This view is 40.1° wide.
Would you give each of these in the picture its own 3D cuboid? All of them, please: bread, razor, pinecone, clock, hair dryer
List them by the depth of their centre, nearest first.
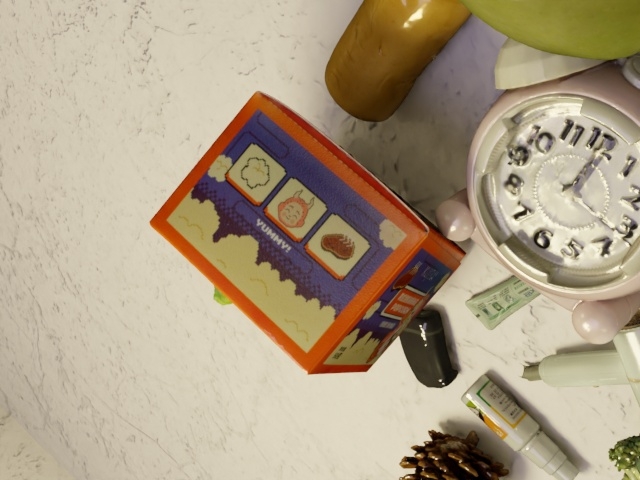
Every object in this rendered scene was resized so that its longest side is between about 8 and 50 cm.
[{"bbox_3d":[0.335,-0.082,1.086,0.342,0.184,0.326,34,133,17],"label":"clock"},{"bbox_3d":[0.101,-0.288,1.245,0.142,0.091,0.305,52,141,12],"label":"bread"},{"bbox_3d":[0.411,0.197,1.279,0.357,0.107,0.173,-20,90,63],"label":"hair dryer"},{"bbox_3d":[0.184,0.189,1.534,0.090,0.054,0.148,6,121,48],"label":"razor"},{"bbox_3d":[0.219,0.440,1.556,0.185,0.212,0.169,-13,107,60],"label":"pinecone"}]

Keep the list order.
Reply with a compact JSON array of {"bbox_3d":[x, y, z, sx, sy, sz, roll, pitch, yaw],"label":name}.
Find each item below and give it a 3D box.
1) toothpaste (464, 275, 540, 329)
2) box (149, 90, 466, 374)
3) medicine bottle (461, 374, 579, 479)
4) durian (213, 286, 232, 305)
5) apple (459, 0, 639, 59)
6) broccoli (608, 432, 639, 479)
[{"bbox_3d":[0.300,0.080,1.350,0.064,0.041,0.218,46,145,2],"label":"toothpaste"},{"bbox_3d":[0.000,0.000,1.289,0.318,0.257,0.348,40,-176,19],"label":"box"},{"bbox_3d":[0.335,0.326,1.481,0.220,0.061,0.092,42,165,15],"label":"medicine bottle"},{"bbox_3d":[-0.169,0.035,1.750,0.139,0.101,0.250,37,139,22],"label":"durian"},{"bbox_3d":[0.262,-0.347,0.834,0.357,0.357,0.357,26,134,31],"label":"apple"},{"bbox_3d":[0.457,0.431,1.195,0.252,0.361,0.221,34,159,51],"label":"broccoli"}]
